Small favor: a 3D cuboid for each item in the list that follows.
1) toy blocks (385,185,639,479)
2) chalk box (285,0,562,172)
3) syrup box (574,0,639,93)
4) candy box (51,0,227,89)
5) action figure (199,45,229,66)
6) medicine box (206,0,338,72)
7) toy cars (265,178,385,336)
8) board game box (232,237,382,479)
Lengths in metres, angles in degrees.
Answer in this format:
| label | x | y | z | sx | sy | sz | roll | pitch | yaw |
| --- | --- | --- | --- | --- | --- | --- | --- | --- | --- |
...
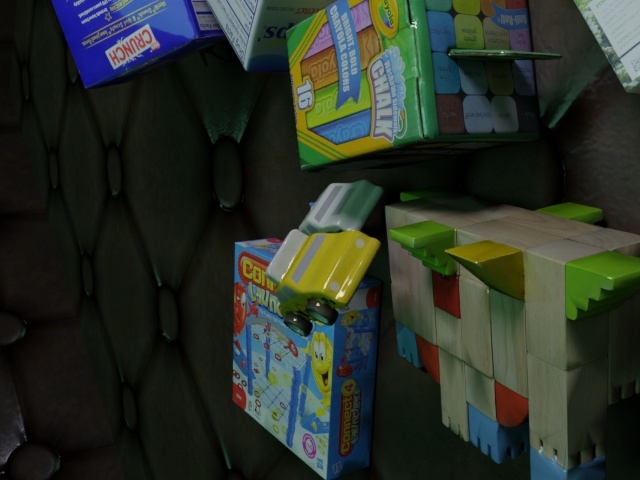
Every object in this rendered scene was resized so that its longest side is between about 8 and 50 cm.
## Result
| label | x | y | z | sx | sy | sz | roll | pitch | yaw |
| --- | --- | --- | --- | --- | --- | --- | --- | --- | --- |
| toy blocks | 0.189 | 0.102 | 0.705 | 0.381 | 0.190 | 0.261 | -153 | 53 | -63 |
| chalk box | 0.116 | -0.185 | 0.738 | 0.289 | 0.180 | 0.179 | -6 | 91 | 54 |
| syrup box | 0.269 | -0.247 | 0.575 | 0.093 | 0.096 | 0.237 | -42 | 61 | 48 |
| candy box | -0.315 | -0.438 | 1.083 | 0.268 | 0.122 | 0.317 | -11 | 101 | 31 |
| action figure | -0.250 | -0.435 | 1.201 | 0.164 | 0.141 | 0.276 | -2 | 120 | 27 |
| medicine box | -0.050 | -0.412 | 0.865 | 0.264 | 0.149 | 0.289 | 61 | 146 | 31 |
| toy cars | 0.000 | 0.000 | 0.842 | 0.176 | 0.087 | 0.394 | -53 | 7 | 19 |
| board game box | -0.036 | 0.175 | 1.100 | 0.308 | 0.086 | 0.302 | 19 | 112 | 53 |
